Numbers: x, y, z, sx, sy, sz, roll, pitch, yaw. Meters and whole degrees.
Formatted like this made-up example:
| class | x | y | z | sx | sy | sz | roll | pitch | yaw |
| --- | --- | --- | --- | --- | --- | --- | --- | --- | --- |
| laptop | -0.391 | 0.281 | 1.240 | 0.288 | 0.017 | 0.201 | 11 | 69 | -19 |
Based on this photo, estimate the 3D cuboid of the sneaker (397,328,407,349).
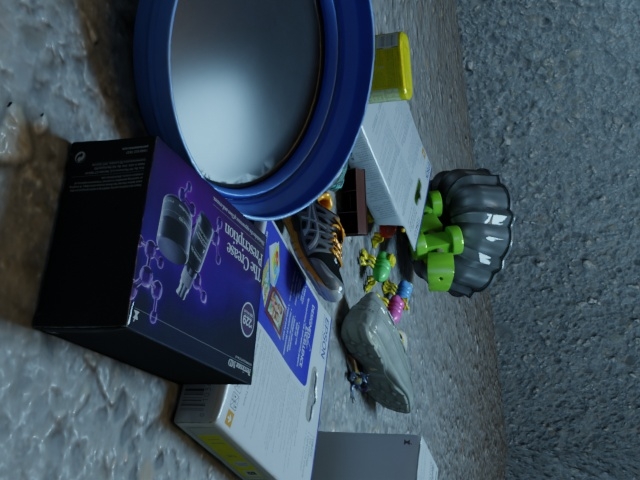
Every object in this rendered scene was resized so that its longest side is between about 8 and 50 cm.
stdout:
| class | x | y | z | sx | sy | sz | roll | pitch | yaw |
| --- | --- | --- | --- | --- | --- | --- | --- | --- | --- |
| sneaker | 0.149 | 0.286 | 1.697 | 0.084 | 0.070 | 0.185 | -24 | 110 | -52 |

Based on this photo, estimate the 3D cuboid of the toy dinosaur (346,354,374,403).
| class | x | y | z | sx | sy | sz | roll | pitch | yaw |
| --- | --- | --- | --- | --- | --- | --- | --- | --- | --- |
| toy dinosaur | 0.078 | 0.269 | 1.525 | 0.082 | 0.047 | 0.090 | 85 | -4 | -74 |

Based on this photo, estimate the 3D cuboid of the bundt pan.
| class | x | y | z | sx | sy | sz | roll | pitch | yaw |
| --- | --- | --- | --- | --- | --- | --- | --- | --- | --- |
| bundt pan | 0.321 | -0.026 | 1.923 | 0.124 | 0.331 | 0.330 | 9 | 75 | -27 |

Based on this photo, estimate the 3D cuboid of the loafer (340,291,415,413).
| class | x | y | z | sx | sy | sz | roll | pitch | yaw |
| --- | --- | --- | --- | --- | --- | --- | --- | --- | --- |
| loafer | 0.133 | 0.233 | 1.564 | 0.111 | 0.112 | 0.319 | -59 | 144 | -33 |

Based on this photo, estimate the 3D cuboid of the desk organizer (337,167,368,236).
| class | x | y | z | sx | sy | sz | roll | pitch | yaw |
| --- | --- | --- | --- | --- | --- | --- | --- | --- | --- |
| desk organizer | 0.059 | -0.074 | 1.508 | 0.050 | 0.047 | 0.130 | 3 | 84 | -68 |

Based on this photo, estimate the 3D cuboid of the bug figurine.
| class | x | y | z | sx | sy | sz | roll | pitch | yaw |
| --- | --- | --- | --- | --- | --- | --- | --- | --- | --- |
| bug figurine | 0.155 | 0.073 | 1.718 | 0.216 | 0.072 | 0.279 | -65 | 147 | -52 |

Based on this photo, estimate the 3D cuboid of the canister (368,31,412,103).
| class | x | y | z | sx | sy | sz | roll | pitch | yaw |
| --- | --- | --- | --- | --- | --- | --- | --- | --- | --- |
| canister | 0.072 | -0.299 | 1.389 | 0.073 | 0.170 | 0.126 | -24 | 110 | -69 |

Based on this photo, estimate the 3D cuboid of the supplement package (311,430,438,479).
| class | x | y | z | sx | sy | sz | roll | pitch | yaw |
| --- | --- | --- | --- | --- | --- | --- | --- | --- | --- |
| supplement package | 0.057 | 0.440 | 1.187 | 0.145 | 0.204 | 0.262 | 65 | 29 | -49 |

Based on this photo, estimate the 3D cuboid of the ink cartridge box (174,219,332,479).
| class | x | y | z | sx | sy | sz | roll | pitch | yaw |
| --- | --- | --- | --- | --- | --- | --- | --- | --- | --- |
| ink cartridge box | -0.073 | 0.165 | 1.072 | 0.307 | 0.072 | 0.303 | 65 | 28 | -51 |

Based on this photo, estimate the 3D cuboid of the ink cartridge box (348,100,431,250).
| class | x | y | z | sx | sy | sz | roll | pitch | yaw |
| --- | --- | --- | --- | --- | --- | --- | --- | --- | --- |
| ink cartridge box | 0.143 | -0.194 | 1.681 | 0.324 | 0.071 | 0.330 | -71 | 144 | -49 |

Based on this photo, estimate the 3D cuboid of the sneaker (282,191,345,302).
| class | x | y | z | sx | sy | sz | roll | pitch | yaw |
| --- | --- | --- | --- | --- | --- | --- | --- | --- | --- |
| sneaker | 0.000 | 0.000 | 1.156 | 0.084 | 0.083 | 0.215 | 65 | 2 | -48 |

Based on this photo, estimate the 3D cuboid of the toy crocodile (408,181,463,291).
| class | x | y | z | sx | sy | sz | roll | pitch | yaw |
| --- | --- | --- | --- | --- | --- | --- | --- | --- | --- |
| toy crocodile | 0.241 | -0.026 | 1.818 | 0.340 | 0.115 | 0.105 | -109 | -167 | -45 |

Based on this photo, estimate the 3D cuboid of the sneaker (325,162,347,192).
| class | x | y | z | sx | sy | sz | roll | pitch | yaw |
| --- | --- | --- | --- | --- | --- | --- | --- | --- | --- |
| sneaker | 0.019 | -0.114 | 1.381 | 0.166 | 0.065 | 0.076 | -62 | 148 | -53 |

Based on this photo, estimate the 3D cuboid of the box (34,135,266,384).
| class | x | y | z | sx | sy | sz | roll | pitch | yaw |
| --- | --- | --- | --- | --- | --- | --- | --- | --- | --- |
| box | -0.156 | 0.035 | 0.805 | 0.261 | 0.103 | 0.184 | 46 | 47 | -62 |

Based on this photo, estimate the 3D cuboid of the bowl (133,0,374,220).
| class | x | y | z | sx | sy | sz | roll | pitch | yaw |
| --- | --- | --- | --- | --- | --- | --- | --- | --- | --- |
| bowl | -0.068 | -0.221 | 0.956 | 0.391 | 0.077 | 0.391 | -23 | 119 | -50 |
